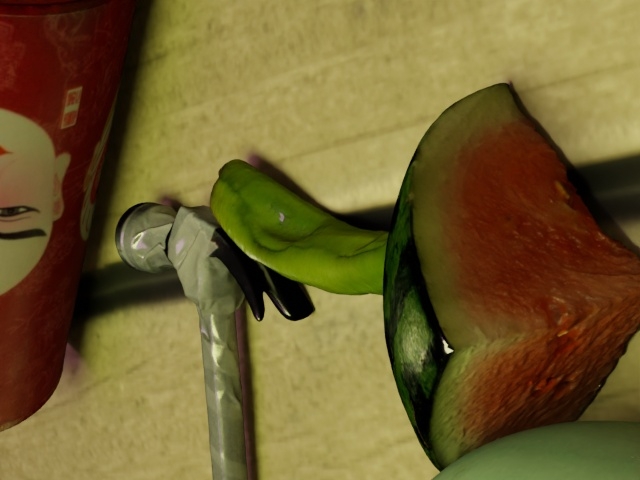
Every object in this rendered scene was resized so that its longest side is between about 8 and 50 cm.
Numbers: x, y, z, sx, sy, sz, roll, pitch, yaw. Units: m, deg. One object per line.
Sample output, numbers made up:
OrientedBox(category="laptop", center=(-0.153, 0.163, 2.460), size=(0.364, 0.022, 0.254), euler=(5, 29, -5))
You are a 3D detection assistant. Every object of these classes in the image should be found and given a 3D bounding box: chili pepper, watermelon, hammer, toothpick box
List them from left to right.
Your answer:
OrientedBox(category="toothpick box", center=(-0.239, -0.058, 1.243), size=(0.204, 0.204, 0.333), euler=(45, 133, 37))
OrientedBox(category="hammer", center=(-0.057, 0.187, 1.209), size=(0.152, 0.044, 0.427), euler=(15, 113, 50))
OrientedBox(category="chili pepper", center=(0.000, 0.000, 1.061), size=(0.050, 0.052, 0.201), euler=(43, 166, -32))
OrientedBox(category="watermelon", center=(0.074, 0.015, 0.923), size=(0.145, 0.137, 0.193), euler=(55, -179, 26))

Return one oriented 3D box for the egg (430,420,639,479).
OrientedBox(category="egg", center=(0.124, 0.162, 0.841), size=(0.231, 0.168, 0.168), euler=(-12, 90, 42))
